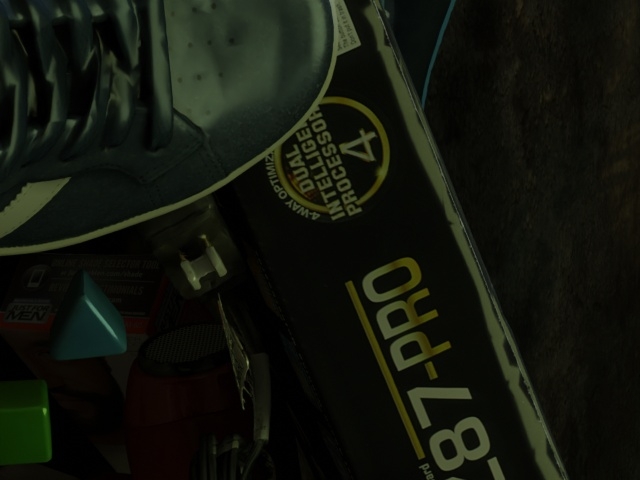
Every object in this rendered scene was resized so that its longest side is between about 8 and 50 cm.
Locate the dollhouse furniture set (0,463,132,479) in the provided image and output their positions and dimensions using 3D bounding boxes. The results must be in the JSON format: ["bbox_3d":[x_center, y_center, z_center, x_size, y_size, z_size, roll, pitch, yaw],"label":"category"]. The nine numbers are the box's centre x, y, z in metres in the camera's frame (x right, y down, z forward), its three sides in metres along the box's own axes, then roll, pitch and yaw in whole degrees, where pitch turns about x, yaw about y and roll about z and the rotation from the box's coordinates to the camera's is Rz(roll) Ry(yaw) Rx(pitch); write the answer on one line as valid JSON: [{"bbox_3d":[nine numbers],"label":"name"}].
[{"bbox_3d":[-0.070,0.292,0.895,0.201,0.152,0.374,-15,107,-47],"label":"dollhouse furniture set"}]

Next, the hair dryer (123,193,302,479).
[{"bbox_3d":[-0.052,0.131,0.753,0.293,0.080,0.223,75,10,-59],"label":"hair dryer"}]

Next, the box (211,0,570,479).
[{"bbox_3d":[0.000,0.000,0.854,0.318,0.097,0.395,-135,-159,-76],"label":"box"}]

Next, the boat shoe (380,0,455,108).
[{"bbox_3d":[0.016,-0.106,1.198,0.089,0.109,0.258,-13,124,-39],"label":"boat shoe"}]

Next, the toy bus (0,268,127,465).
[{"bbox_3d":[-0.194,0.004,0.703,0.104,0.202,0.191,-113,-174,-68],"label":"toy bus"}]

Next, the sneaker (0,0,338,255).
[{"bbox_3d":[-0.136,-0.046,0.559,0.350,0.148,0.131,-13,99,-23],"label":"sneaker"}]

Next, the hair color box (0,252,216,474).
[{"bbox_3d":[-0.098,0.073,0.959,0.167,0.093,0.053,62,36,-49],"label":"hair color box"}]
